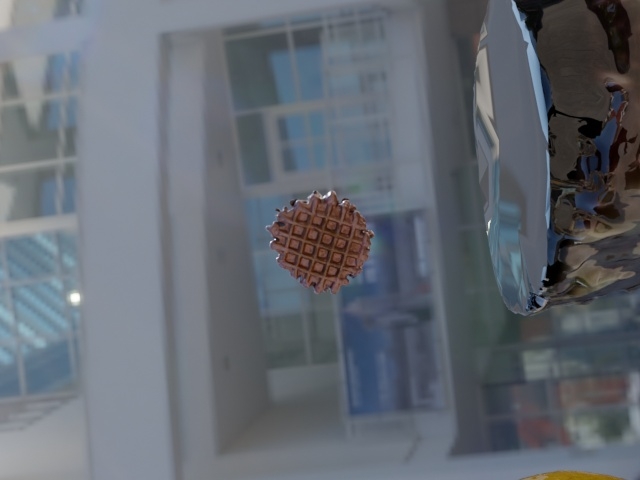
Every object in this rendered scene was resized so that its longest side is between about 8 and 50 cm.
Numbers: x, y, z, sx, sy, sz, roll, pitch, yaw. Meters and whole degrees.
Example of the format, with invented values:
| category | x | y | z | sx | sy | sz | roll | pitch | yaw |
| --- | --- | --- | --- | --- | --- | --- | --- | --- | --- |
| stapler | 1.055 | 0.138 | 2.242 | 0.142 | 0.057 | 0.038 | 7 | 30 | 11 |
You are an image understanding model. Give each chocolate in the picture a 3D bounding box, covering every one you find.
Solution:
| category | x | y | z | sx | sy | sz | roll | pitch | yaw |
| --- | --- | --- | --- | --- | --- | --- | --- | --- | --- |
| chocolate | 0.245 | -0.076 | 1.159 | 0.340 | 0.210 | 0.225 | 88 | 174 | -63 |

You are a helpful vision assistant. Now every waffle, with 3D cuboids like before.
| category | x | y | z | sx | sy | sz | roll | pitch | yaw |
| --- | --- | --- | --- | --- | --- | --- | --- | --- | --- |
| waffle | 0.000 | 0.000 | 1.156 | 0.083 | 0.075 | 0.029 | 53 | -175 | -13 |

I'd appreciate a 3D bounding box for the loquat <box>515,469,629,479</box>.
| category | x | y | z | sx | sy | sz | roll | pitch | yaw |
| --- | --- | --- | --- | --- | --- | --- | --- | --- | --- |
| loquat | 0.111 | 0.210 | 0.681 | 0.208 | 0.208 | 0.208 | -7 | -90 | -78 |
